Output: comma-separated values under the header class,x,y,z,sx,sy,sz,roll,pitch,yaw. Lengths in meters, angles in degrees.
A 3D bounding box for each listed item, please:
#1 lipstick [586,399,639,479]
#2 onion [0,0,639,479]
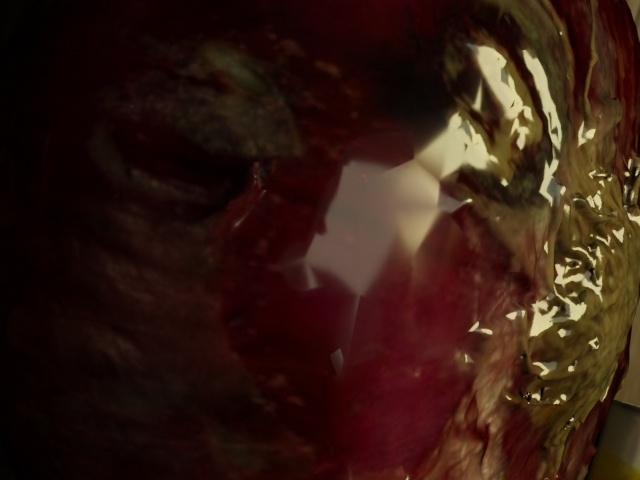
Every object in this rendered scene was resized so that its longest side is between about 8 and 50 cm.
class,x,y,z,sx,sy,sz,roll,pitch,yaw
lipstick,0.112,0.200,0.808,0.059,0.059,0.264,18,88,-45
onion,0.000,0.000,0.562,0.246,0.190,0.246,-45,146,-41
